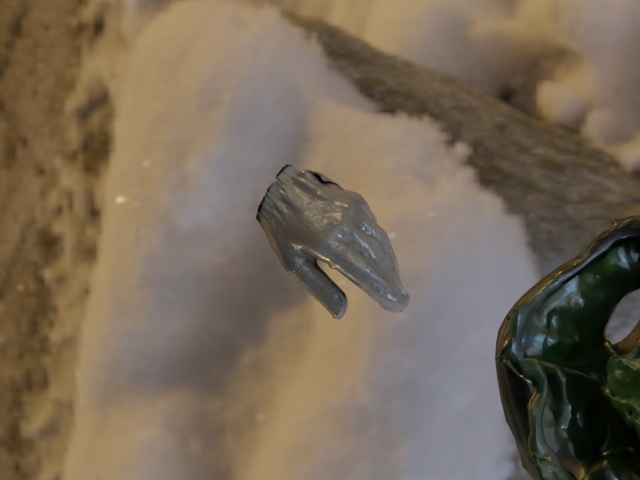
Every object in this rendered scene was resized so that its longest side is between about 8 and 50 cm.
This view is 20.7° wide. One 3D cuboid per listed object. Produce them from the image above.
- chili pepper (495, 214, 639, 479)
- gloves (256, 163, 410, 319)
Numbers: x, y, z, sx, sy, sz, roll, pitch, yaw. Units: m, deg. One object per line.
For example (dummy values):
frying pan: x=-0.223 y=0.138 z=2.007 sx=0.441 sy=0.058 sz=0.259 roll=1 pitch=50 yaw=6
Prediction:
chili pepper: x=0.138 y=0.067 z=0.462 sx=0.062 sy=0.216 sz=0.108 roll=-25 pitch=51 yaw=51
gloves: x=0.001 y=0.000 z=0.660 sx=0.081 sy=0.044 sz=0.037 roll=37 pitch=167 yaw=0
